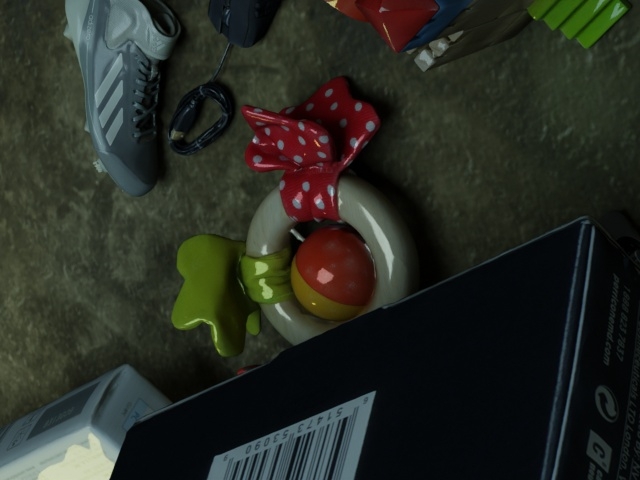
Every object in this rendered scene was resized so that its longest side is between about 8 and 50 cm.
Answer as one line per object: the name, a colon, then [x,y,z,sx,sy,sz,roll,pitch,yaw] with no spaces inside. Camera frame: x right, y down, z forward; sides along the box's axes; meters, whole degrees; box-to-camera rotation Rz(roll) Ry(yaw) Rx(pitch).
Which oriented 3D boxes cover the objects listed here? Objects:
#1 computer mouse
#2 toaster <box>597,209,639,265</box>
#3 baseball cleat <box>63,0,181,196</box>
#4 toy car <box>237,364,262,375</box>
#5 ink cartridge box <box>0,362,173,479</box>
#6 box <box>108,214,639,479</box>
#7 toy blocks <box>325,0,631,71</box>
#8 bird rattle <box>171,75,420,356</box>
computer mouse: [-0.090,-0.171,1.444,0.071,0.041,0.242,36,123,19]
toaster: [0.204,0.094,1.288,0.185,0.110,0.168,-42,80,37]
baseball cleat: [-0.169,-0.143,1.491,0.109,0.072,0.206,-11,103,30]
toy car: [-0.047,0.229,1.536,0.225,0.053,0.239,-26,100,43]
ink cartridge box: [-0.154,0.309,1.595,0.385,0.091,0.308,44,136,-18]
box: [0.133,0.304,1.181,0.480,0.297,0.472,-27,122,38]
toy blocks: [0.024,-0.264,1.195,0.381,0.261,0.191,52,127,9]
bird rattle: [0.000,0.000,1.405,0.207,0.143,0.253,41,112,15]
